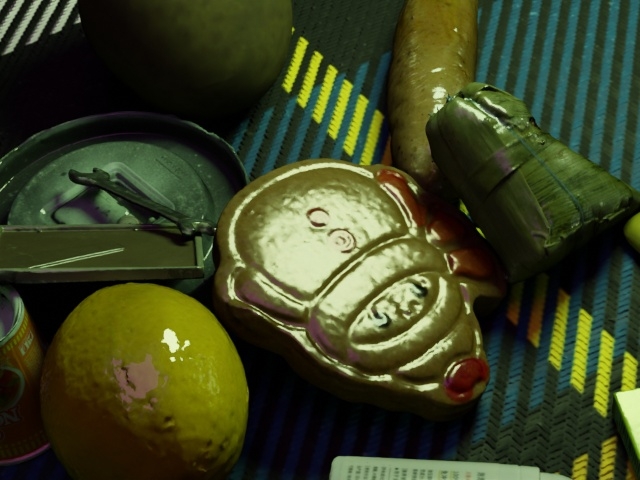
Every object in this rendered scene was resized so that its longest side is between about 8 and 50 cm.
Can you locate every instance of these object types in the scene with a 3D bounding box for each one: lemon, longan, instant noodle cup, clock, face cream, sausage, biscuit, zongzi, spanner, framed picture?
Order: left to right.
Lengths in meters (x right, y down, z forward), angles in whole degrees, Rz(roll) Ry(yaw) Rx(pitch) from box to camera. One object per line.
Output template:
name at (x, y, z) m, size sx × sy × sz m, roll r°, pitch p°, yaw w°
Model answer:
instant noodle cup at (-0.380, 0.143, 1.577) m, size 0.168 × 0.185 × 0.168 m, roll -3°, pitch 48°, yaw 3°
framed picture at (-0.268, 0.010, 1.611) m, size 0.260 × 0.023 × 0.189 m, roll -2°, pitch 18°, yaw -7°
clock at (-0.276, -0.016, 1.785) m, size 0.386 × 0.076 × 0.386 m, roll -3°, pitch 48°, yaw 4°
spanner at (-0.225, -0.049, 1.710) m, size 0.254 × 0.015 × 0.054 m, roll 24°, pitch 23°, yaw 36°
lemon at (-0.195, 0.174, 1.501) m, size 0.236 × 0.236 × 0.263 m, roll -16°, pitch 24°, yaw -8°
longan at (-0.186, -0.326, 1.922) m, size 0.319 × 0.319 × 0.319 m, roll -3°, pitch 47°, yaw 3°
biscuit at (0.059, 0.054, 1.623) m, size 0.359 × 0.074 × 0.381 m, roll -32°, pitch 66°, yaw -34°
sausage at (0.164, -0.246, 1.906) m, size 0.123 × 0.136 × 0.501 m, roll -30°, pitch 37°, yaw 32°
face cream at (0.194, 0.304, 1.398) m, size 0.370 × 0.145 × 0.145 m, roll 3°, pitch 48°, yaw 7°
zongzi at (0.280, -0.105, 1.715) m, size 0.274 × 0.125 × 0.251 m, roll -27°, pitch 83°, yaw -37°

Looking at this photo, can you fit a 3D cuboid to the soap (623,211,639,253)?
soap at (0.447, 0.006, 1.706) m, size 0.089 × 0.045 × 0.140 m, roll -26°, pitch 50°, yaw -12°

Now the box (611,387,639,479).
box at (0.452, 0.290, 1.447) m, size 0.187 × 0.047 × 0.335 m, roll -10°, pitch 48°, yaw -4°
